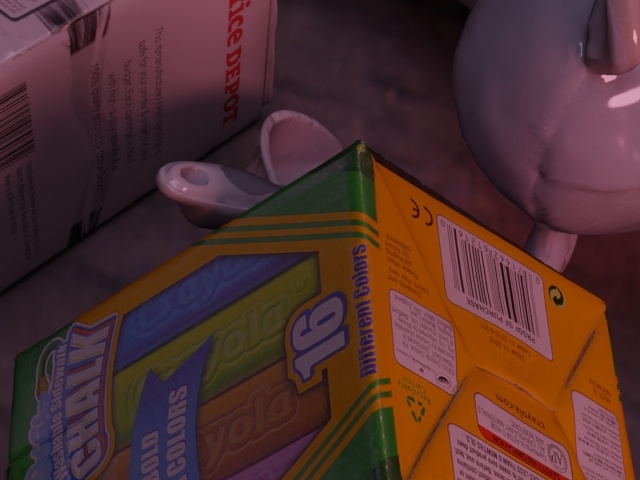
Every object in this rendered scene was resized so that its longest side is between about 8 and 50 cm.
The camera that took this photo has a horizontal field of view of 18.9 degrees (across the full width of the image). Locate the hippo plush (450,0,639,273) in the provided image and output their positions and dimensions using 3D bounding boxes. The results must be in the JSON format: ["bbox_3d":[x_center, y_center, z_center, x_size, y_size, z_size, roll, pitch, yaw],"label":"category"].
[{"bbox_3d":[0.124,-0.123,0.719,0.294,0.234,0.236,6,39,-3],"label":"hippo plush"}]

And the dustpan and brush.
[{"bbox_3d":[0.000,0.000,0.694,0.211,0.060,0.147,2,47,-53],"label":"dustpan and brush"}]

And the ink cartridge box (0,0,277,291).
[{"bbox_3d":[-0.114,-0.063,0.747,0.190,0.140,0.082,-37,67,-24],"label":"ink cartridge box"}]

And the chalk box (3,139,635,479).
[{"bbox_3d":[-0.019,0.092,0.628,0.132,0.213,0.132,31,40,-37],"label":"chalk box"}]
